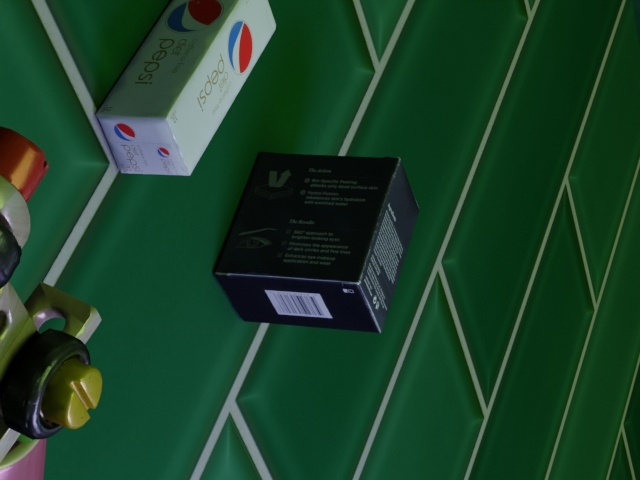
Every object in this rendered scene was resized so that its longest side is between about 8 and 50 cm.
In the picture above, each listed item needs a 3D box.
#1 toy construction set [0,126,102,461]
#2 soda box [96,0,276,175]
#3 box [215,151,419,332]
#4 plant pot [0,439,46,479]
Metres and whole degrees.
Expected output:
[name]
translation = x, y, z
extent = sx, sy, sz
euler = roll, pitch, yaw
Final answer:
[toy construction set]
translation = -0.226, -0.011, 0.895
extent = 0.237, 0.257, 0.309
euler = 63, 27, -55
[soda box]
translation = -0.116, -0.153, 1.491
extent = 0.069, 0.073, 0.216
euler = 71, 33, -40
[box]
translation = 0.000, 0.000, 1.671
extent = 0.093, 0.156, 0.158
euler = 63, 38, -49
[plant pot]
translation = -0.250, 0.146, 1.009
extent = 0.201, 0.201, 0.180
euler = -50, 171, -53
